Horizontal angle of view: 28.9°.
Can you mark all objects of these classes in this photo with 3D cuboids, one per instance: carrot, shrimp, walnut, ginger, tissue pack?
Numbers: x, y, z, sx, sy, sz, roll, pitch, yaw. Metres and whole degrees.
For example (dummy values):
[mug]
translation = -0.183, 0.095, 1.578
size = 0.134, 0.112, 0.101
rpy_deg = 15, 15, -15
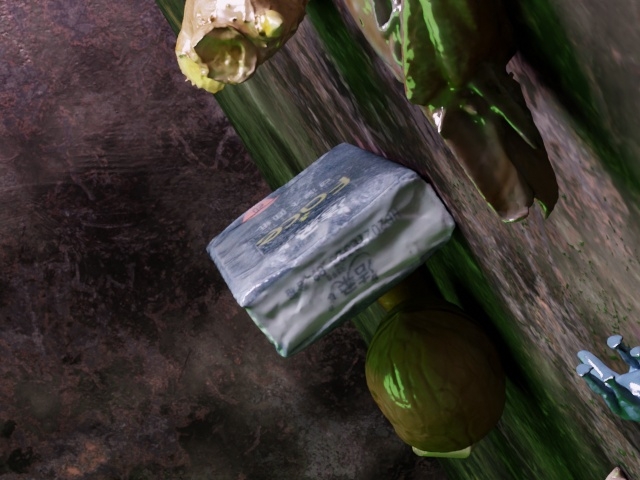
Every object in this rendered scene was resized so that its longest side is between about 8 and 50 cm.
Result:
[carrot]
translation = 0.090, 0.039, 1.634
size = 0.193, 0.087, 0.087
rpy_deg = 59, 175, -24
[shrimp]
translation = 0.054, -0.154, 0.703
size = 0.317, 0.077, 0.168
rpy_deg = 59, 173, 7
[walnut]
translation = 0.138, 0.160, 1.486
size = 0.207, 0.167, 0.167
rpy_deg = 61, 174, -33
[ginger]
translation = -0.077, -0.218, 1.195
size = 0.102, 0.157, 0.216
rpy_deg = 42, 175, -23
[tissue pack]
translation = 0.000, 0.000, 1.385
size = 0.103, 0.228, 0.315
rpy_deg = 53, 176, -16

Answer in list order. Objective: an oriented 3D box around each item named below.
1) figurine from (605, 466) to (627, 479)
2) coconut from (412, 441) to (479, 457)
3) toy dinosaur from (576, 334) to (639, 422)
[figurine]
translation = 0.297, 0.269, 1.249
size = 0.083, 0.050, 0.047
rpy_deg = 61, 180, -40
[coconut]
translation = 0.205, 0.284, 1.951
size = 0.116, 0.122, 0.116
rpy_deg = 180, 90, -84
[toy dinosaur]
translation = 0.225, 0.107, 0.887
size = 0.080, 0.045, 0.197
rpy_deg = 47, 175, -18
